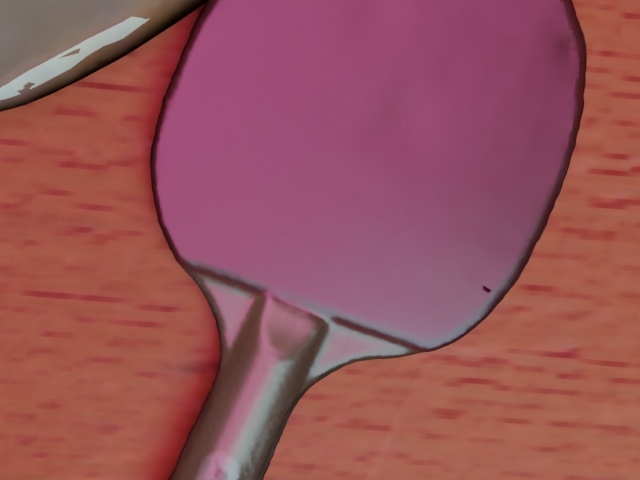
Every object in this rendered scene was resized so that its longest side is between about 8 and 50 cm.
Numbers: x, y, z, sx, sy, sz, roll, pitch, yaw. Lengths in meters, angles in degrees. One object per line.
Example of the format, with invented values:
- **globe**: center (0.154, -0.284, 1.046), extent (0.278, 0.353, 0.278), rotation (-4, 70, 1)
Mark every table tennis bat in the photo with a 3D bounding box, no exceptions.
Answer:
- **table tennis bat**: center (0.000, 0.000, 0.555), extent (0.138, 0.022, 0.246), rotation (24, 94, -10)

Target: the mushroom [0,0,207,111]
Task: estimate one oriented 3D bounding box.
- **mushroom**: center (-0.147, -0.141, 0.426), extent (0.212, 0.292, 0.217), rotation (55, 133, 9)
